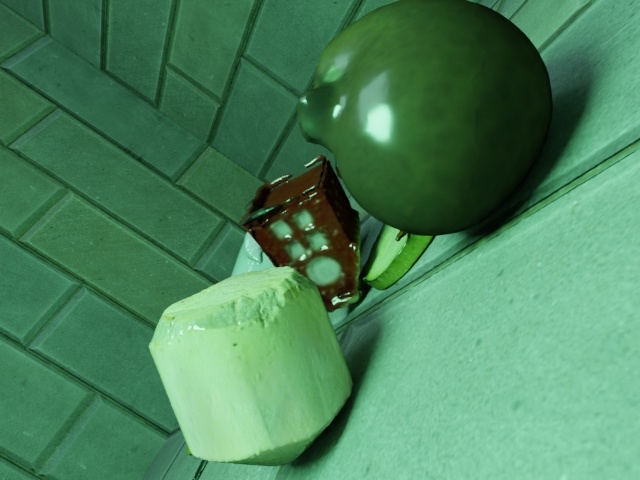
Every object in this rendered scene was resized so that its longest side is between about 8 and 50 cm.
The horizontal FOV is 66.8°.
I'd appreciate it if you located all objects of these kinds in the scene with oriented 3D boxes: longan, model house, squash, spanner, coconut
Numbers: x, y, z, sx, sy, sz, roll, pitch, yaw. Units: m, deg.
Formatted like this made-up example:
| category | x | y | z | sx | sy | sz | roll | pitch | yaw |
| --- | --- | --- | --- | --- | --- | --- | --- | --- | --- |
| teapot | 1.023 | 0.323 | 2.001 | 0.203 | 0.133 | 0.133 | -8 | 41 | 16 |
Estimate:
| category | x | y | z | sx | sy | sz | roll | pitch | yaw |
| --- | --- | --- | --- | --- | --- | --- | --- | --- | --- |
| longan | 0.117 | -0.145 | 0.568 | 0.300 | 0.300 | 0.243 | -62 | -14 | -44 |
| model house | 0.000 | 0.000 | 0.883 | 0.160 | 0.254 | 0.196 | -29 | 20 | 16 |
| squash | 0.141 | -0.015 | 0.801 | 0.219 | 0.041 | 0.219 | -59 | 5 | 9 |
| spanner | -0.257 | 0.480 | 1.260 | 0.093 | 0.026 | 0.325 | -50 | 9 | 50 |
| coconut | -0.081 | 0.173 | 0.632 | 0.239 | 0.244 | 0.239 | -16 | 10 | 3 |

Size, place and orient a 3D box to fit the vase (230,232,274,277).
| category | x | y | z | sx | sy | sz | roll | pitch | yaw |
| --- | --- | --- | --- | --- | --- | --- | --- | --- | --- |
| vase | -0.103 | 0.084 | 1.068 | 0.250 | 0.250 | 0.445 | -49 | 4 | 46 |

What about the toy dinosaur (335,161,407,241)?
| category | x | y | z | sx | sy | sz | roll | pitch | yaw |
| --- | --- | --- | --- | --- | --- | --- | --- | --- | --- |
| toy dinosaur | 0.105 | -0.131 | 0.881 | 0.208 | 0.097 | 0.432 | -45 | 35 | 51 |

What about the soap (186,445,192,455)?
| category | x | y | z | sx | sy | sz | roll | pitch | yaw |
| --- | --- | --- | --- | --- | --- | --- | --- | --- | --- |
| soap | -0.356 | 0.577 | 1.415 | 0.089 | 0.045 | 0.140 | -55 | 4 | -17 |
